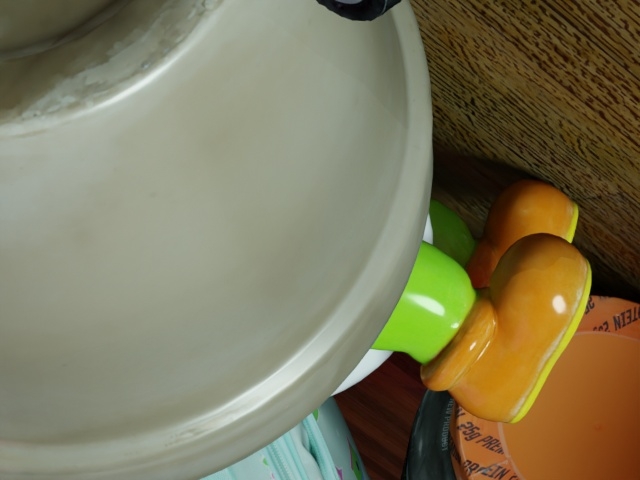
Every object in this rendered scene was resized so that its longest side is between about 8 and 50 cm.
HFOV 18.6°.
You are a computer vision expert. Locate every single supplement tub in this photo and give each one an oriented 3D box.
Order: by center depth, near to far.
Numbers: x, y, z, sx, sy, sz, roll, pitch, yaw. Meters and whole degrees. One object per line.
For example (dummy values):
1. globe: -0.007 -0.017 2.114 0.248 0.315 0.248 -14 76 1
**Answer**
1. supplement tub: 0.153 0.170 1.251 0.207 0.207 0.338 30 160 11

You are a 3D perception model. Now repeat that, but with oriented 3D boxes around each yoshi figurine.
1. yoshi figurine: -0.034 -0.055 1.014 0.362 0.203 0.203 21 148 -3

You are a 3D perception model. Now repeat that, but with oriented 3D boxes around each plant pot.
1. plant pot: -0.107 -0.078 0.760 0.323 0.323 0.280 30 164 8

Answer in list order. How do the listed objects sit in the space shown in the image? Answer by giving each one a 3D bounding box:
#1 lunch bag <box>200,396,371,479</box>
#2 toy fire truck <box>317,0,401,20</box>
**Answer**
1. lunch bag: -0.030 0.150 1.155 0.279 0.108 0.224 63 -177 10
2. toy fire truck: -0.001 -0.196 0.527 0.246 0.158 0.217 55 157 -8
